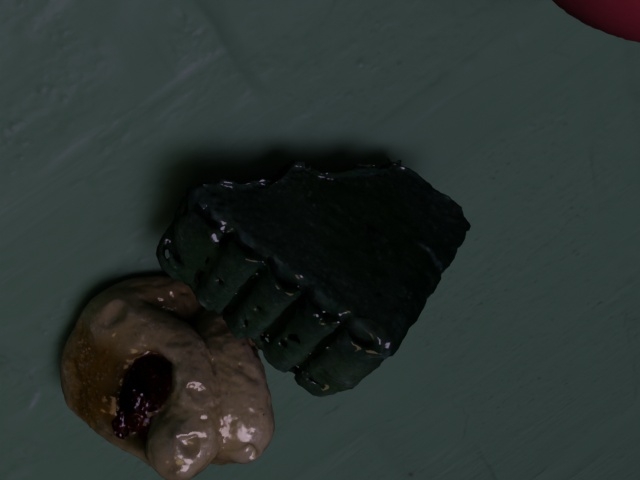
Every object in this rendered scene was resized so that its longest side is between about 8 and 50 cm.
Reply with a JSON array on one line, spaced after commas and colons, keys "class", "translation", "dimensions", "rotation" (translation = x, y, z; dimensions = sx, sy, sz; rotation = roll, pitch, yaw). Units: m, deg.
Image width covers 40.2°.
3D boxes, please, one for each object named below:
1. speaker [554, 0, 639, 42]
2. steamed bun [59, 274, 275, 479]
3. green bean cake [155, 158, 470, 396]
[{"class": "speaker", "translation": [0.238, -0.270, 0.517], "dimensions": [0.294, 0.294, 0.294], "rotation": [-19, 136, -20]}, {"class": "steamed bun", "translation": [-0.109, 0.123, 0.717], "dimensions": [0.172, 0.155, 0.141], "rotation": [1, 125, -37]}, {"class": "green bean cake", "translation": [0.000, 0.000, 0.708], "dimensions": [0.208, 0.193, 0.107], "rotation": [-49, 175, -44]}]
